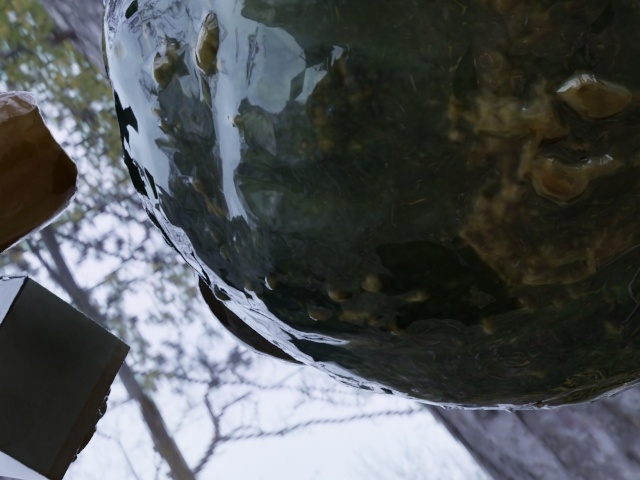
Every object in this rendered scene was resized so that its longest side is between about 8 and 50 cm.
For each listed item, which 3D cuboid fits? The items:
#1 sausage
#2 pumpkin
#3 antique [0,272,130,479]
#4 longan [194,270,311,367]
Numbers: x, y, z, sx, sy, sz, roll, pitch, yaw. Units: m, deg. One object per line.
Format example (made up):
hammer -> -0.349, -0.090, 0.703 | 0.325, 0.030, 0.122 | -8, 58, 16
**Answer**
sausage -> -0.353, 0.007, 1.003 | 0.354, 0.134, 0.116 | -31, -76, -12
pumpkin -> 0.069, -0.100, 0.508 | 0.327, 0.258, 0.291 | -48, -43, -37
antique -> -0.273, 0.127, 1.181 | 0.148, 0.152, 0.146 | 38, -115, -29
longan -> 0.000, 0.000, 1.072 | 0.212, 0.198, 0.198 | -48, -46, -7
